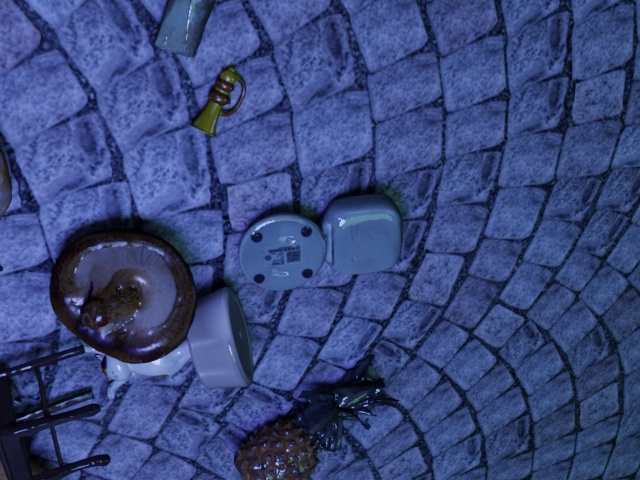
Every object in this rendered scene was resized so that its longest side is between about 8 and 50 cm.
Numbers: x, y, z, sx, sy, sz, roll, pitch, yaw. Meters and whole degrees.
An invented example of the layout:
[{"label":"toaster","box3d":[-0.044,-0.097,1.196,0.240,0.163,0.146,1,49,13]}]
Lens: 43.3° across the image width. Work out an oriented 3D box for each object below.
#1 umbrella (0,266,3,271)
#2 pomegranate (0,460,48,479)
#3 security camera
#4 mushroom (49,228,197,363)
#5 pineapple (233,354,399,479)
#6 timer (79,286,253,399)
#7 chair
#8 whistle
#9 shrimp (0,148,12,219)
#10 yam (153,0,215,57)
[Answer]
[{"label":"umbrella","box3d":[-0.553,-0.038,1.164,0.044,0.044,0.269,-56,141,-21]},{"label":"pomegranate","box3d":[-0.535,0.477,1.361,0.233,0.233,0.233,-12,123,-20]},{"label":"security camera","box3d":[0.000,0.000,1.436,0.301,0.080,0.157,-9,124,-11]},{"label":"mushroom","box3d":[-0.308,0.087,1.275,0.231,0.138,0.194,42,54,-7]},{"label":"pineapple","box3d":[-0.006,0.370,1.617,0.364,0.165,0.166,-41,128,-11]},{"label":"timer","box3d":[-0.263,0.194,1.392,0.265,0.175,0.175,-14,125,3]},{"label":"chair","box3d":[-0.515,0.296,1.275,0.319,0.186,0.160,-13,132,-19]},{"label":"whistle","box3d":[-0.151,-0.213,1.253,0.057,0.046,0.109,30,97,-21]},{"label":"shrimp","box3d":[-0.592,-0.074,0.992,0.445,0.110,0.221,5,119,-48]},{"label":"yam","box3d":[-0.182,-0.346,1.142,0.068,0.068,0.169,13,110,-32]}]
